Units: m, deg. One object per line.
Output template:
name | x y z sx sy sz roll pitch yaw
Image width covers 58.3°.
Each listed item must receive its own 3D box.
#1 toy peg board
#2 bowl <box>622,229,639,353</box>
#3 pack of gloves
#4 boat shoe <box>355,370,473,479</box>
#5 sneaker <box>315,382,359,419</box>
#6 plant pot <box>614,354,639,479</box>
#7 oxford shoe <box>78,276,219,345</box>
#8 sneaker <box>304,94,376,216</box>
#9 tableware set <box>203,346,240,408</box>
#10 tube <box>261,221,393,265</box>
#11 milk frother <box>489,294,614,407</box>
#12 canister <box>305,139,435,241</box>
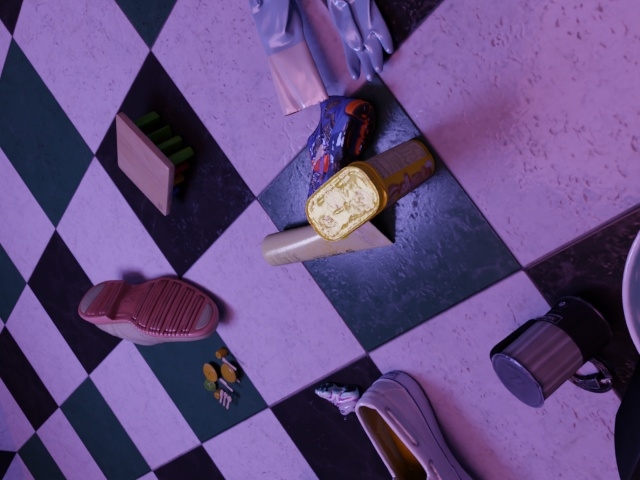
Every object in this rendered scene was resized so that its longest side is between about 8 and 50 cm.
toy peg board | -0.330 -0.165 1.161 0.161 0.079 0.161 45 147 13
bowl | 0.477 0.036 0.546 0.311 0.163 0.312 17 120 33
pack of gloves | 0.001 -0.325 0.838 0.195 0.046 0.232 -15 96 27
boat shoe | 0.166 0.413 0.958 0.135 0.156 0.367 -29 86 45
sneaker | 0.036 0.315 1.112 0.098 0.038 0.069 -4 107 40
plant pot | 0.449 0.230 0.660 0.188 0.167 0.188 20 123 29
oxford shoe | -0.378 0.177 1.340 0.396 0.141 0.147 5 145 32
sneaker | 0.018 -0.127 0.901 0.087 0.083 0.221 41 126 33
tableware set | -0.231 0.313 1.335 0.104 0.024 0.154 33 129 26
tube | 0.000 0.000 0.973 0.240 0.070 0.062 -11 93 40
milk frother | 0.314 0.172 0.759 0.143 0.134 0.129 54 163 9
canister | 0.075 -0.075 0.806 0.126 0.170 0.073 -38 86 43
